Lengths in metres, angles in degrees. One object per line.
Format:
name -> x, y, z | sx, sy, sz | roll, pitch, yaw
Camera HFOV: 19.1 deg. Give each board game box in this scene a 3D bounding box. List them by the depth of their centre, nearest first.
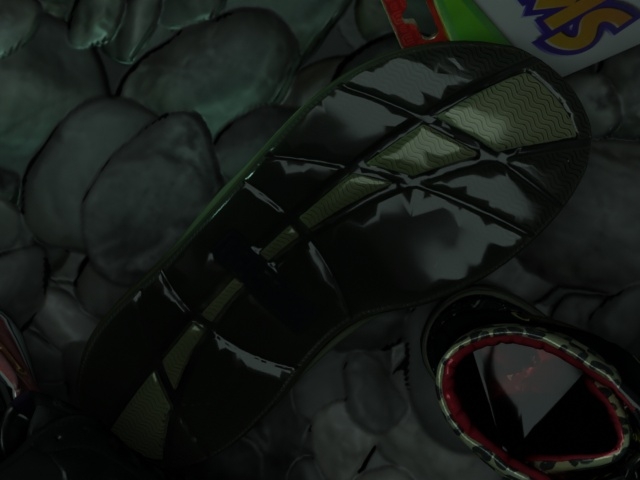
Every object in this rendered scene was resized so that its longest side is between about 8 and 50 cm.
board game box -> 0.156, -0.152, 0.928 | 0.259, 0.124, 0.039 | -21, 49, 6

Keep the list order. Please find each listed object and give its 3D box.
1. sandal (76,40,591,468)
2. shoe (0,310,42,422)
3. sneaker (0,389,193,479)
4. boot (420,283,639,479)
sandal -> -0.002, 0.000, 0.964 | 0.303, 0.086, 0.120 | -36, 96, 19
shoe -> -0.159, 0.118, 0.974 | 0.063, 0.081, 0.178 | -23, 91, 5
sneaker -> -0.099, 0.131, 0.911 | 0.283, 0.107, 0.124 | -4, 91, -30
boot -> 0.149, 0.106, 0.904 | 0.236, 0.178, 0.085 | 32, 94, 3
